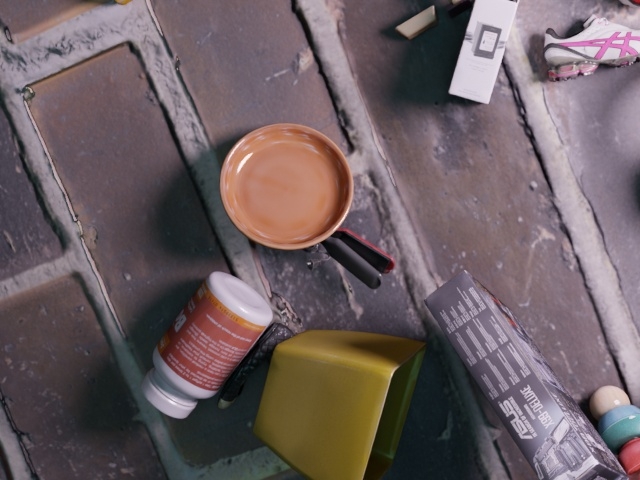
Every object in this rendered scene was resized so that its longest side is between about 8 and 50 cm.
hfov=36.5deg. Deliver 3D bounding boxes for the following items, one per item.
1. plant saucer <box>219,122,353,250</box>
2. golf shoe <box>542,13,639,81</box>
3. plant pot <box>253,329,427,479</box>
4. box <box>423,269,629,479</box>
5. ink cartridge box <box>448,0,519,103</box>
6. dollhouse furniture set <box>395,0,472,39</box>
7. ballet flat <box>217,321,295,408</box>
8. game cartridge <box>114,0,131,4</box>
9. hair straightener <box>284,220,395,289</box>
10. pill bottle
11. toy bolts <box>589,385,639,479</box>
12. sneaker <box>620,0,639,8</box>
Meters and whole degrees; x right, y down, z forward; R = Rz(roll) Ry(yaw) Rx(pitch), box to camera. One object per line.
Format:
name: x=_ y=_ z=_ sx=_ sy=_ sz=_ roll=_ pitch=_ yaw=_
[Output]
plant saucer: x=-0.051 y=-0.078 z=1.450 sx=0.199 sy=0.037 sz=0.200 roll=1 pitch=73 yaw=-5
golf shoe: x=0.411 y=-0.284 z=1.379 sx=0.186 sy=0.067 sz=0.086 roll=-12 pitch=96 yaw=9
plant pot: x=0.022 y=0.240 z=1.449 sx=0.187 sy=0.212 sz=0.212 roll=18 pitch=101 yaw=16
box: x=0.283 y=0.206 z=1.321 sx=0.076 sy=0.242 sz=0.307 roll=-37 pitch=62 yaw=11
ink cartridge box: x=0.235 y=-0.289 z=1.383 sx=0.060 sy=0.104 sz=0.180 roll=16 pitch=100 yaw=6
dollhouse furniture set: x=0.146 y=-0.356 z=1.403 sx=0.114 sy=0.091 sz=0.081 roll=-29 pitch=79 yaw=13
ballet flat: x=-0.104 y=0.203 z=1.526 sx=0.049 sy=0.057 sz=0.173 roll=38 pitch=102 yaw=-5
game cartridge: x=-0.229 y=-0.551 z=1.433 sx=0.323 sy=0.053 sz=0.285 roll=-27 pitch=94 yaw=8
hair straightener: x=0.000 y=0.000 z=1.465 sx=0.230 sy=0.089 sz=0.047 roll=37 pitch=140 yaw=0
pill bottle: x=-0.181 y=0.164 z=1.496 sx=0.121 sy=0.121 sz=0.216 roll=37 pitch=101 yaw=0
toy bolts: x=0.519 y=0.269 z=1.445 sx=0.228 sy=0.158 sz=0.218 roll=-21 pitch=136 yaw=0
sneaker: x=0.416 y=-0.454 z=1.324 sx=0.107 sy=0.118 sz=0.279 roll=-27 pitch=91 yaw=10
